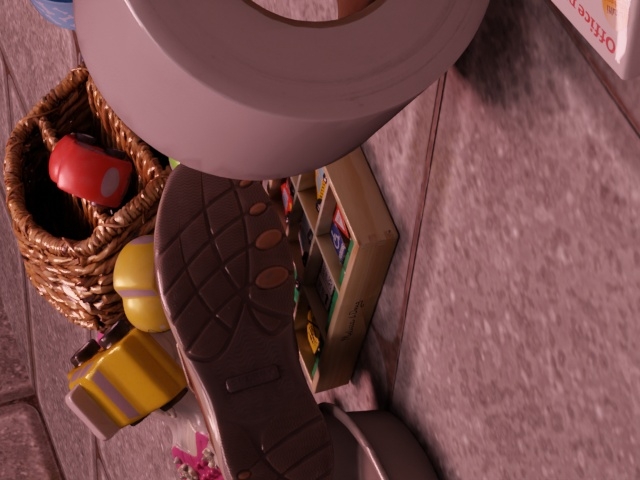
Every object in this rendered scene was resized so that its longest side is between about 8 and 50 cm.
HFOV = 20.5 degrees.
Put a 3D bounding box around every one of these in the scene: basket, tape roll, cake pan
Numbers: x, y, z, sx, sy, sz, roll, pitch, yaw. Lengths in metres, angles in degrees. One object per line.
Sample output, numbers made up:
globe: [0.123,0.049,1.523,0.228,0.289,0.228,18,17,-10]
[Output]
basket: [-0.238,-0.071,1.940,0.299,0.213,0.223,-126,27,-51]
tape roll: [-0.028,-0.173,1.133,0.169,0.246,0.246,146,109,-73]
cake pan: [0.061,0.276,1.538,0.293,0.054,0.293,166,90,-73]

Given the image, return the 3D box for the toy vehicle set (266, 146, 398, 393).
toy vehicle set: [0.000,0.000,1.541,0.267,0.035,0.166,104,147,-58]

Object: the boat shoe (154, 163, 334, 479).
boat shoe: [-0.076,0.085,1.551,0.116,0.123,0.324,144,116,-78]

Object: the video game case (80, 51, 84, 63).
video game case: [-0.273,-0.181,2.291,0.274,0.026,0.196,106,146,-57]

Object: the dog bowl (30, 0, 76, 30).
dog bowl: [-0.275,-0.351,1.943,0.074,0.166,0.297,82,166,-58]

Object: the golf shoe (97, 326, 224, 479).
golf shoe: [-0.115,0.187,1.967,0.115,0.140,0.306,-19,107,50]

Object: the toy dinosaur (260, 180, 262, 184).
toy dinosaur: [-0.055,-0.105,1.583,0.092,0.053,0.183,-116,26,-59]

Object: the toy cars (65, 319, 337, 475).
toy cars: [-0.136,0.188,1.778,0.393,0.087,0.176,21,144,35]

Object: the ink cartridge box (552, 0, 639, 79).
ink cartridge box: [0.161,-0.147,0.810,0.092,0.090,0.143,-121,24,-43]

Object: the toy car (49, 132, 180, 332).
toy car: [-0.158,-0.056,1.738,0.225,0.053,0.239,-39,69,22]
